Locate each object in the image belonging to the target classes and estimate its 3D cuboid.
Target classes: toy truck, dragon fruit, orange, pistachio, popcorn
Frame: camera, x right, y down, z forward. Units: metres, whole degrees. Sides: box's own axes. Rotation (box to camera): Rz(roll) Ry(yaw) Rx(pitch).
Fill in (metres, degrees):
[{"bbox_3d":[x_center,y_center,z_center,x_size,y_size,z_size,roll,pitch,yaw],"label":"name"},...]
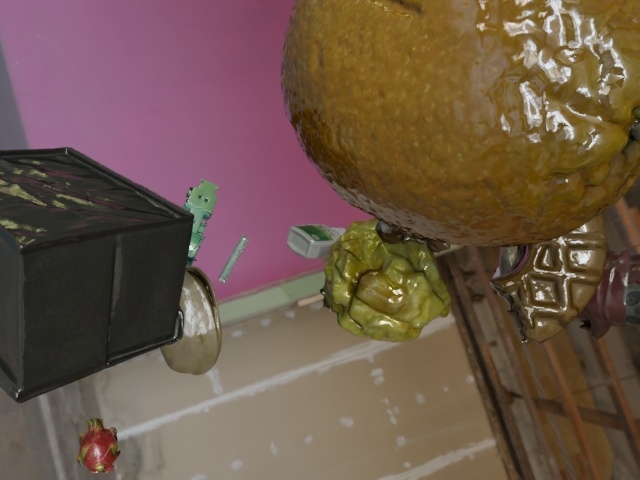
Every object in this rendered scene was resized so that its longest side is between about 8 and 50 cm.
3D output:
[{"bbox_3d":[-0.242,-0.041,1.093,0.081,0.067,0.175,-28,-140,62],"label":"toy truck"},{"bbox_3d":[-0.470,0.434,1.196,0.081,0.086,0.116,89,1,-78],"label":"dragon fruit"},{"bbox_3d":[0.136,-0.154,0.517,0.357,0.322,0.322,39,-33,49],"label":"orange"},{"bbox_3d":[-0.277,0.172,1.191,0.138,0.153,0.237,-22,105,-67],"label":"pistachio"},{"bbox_3d":[0.130,0.070,1.061,0.252,0.215,0.286,33,33,-19],"label":"popcorn"}]

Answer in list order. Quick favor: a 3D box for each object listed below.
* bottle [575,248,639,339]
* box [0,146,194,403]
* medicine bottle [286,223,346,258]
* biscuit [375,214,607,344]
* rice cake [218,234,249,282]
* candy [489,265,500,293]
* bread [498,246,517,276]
[{"bbox_3d":[0.515,0.093,0.970,0.143,0.271,0.156,27,66,-50],"label":"bottle"},{"bbox_3d":[-0.386,0.016,0.795,0.345,0.251,0.204,26,-67,30],"label":"box"},{"bbox_3d":[0.000,0.000,1.573,0.119,0.183,0.069,33,-67,35],"label":"medicine bottle"},{"bbox_3d":[0.285,-0.028,0.905,0.366,0.268,0.115,38,1,7],"label":"biscuit"},{"bbox_3d":[-0.200,0.043,1.295,0.121,0.022,0.022,-59,-158,6],"label":"rice cake"},{"bbox_3d":[0.591,0.057,1.518,0.116,0.265,0.155,34,-4,-26],"label":"candy"},{"bbox_3d":[0.474,-0.026,1.262,0.337,0.102,0.183,-49,130,-45],"label":"bread"}]
